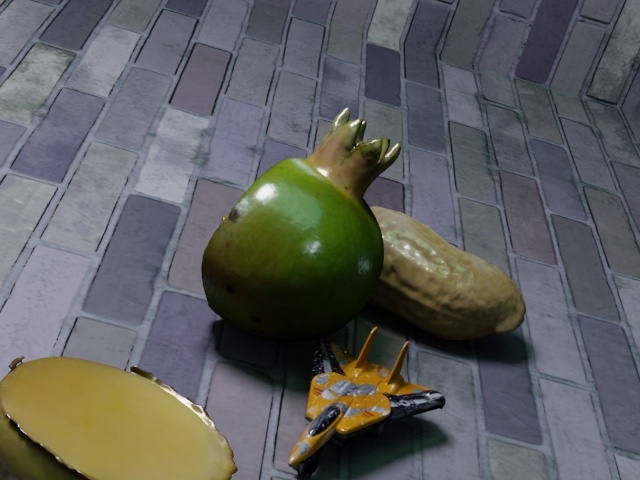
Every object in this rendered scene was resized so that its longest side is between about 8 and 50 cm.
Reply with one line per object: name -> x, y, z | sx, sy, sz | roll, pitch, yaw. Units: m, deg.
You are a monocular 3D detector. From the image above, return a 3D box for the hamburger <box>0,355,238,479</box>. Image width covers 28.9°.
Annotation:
hamburger -> -0.245, 0.250, 1.302 | 0.261, 0.186, 0.303 | 22, 19, -20

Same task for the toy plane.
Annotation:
toy plane -> 0.026, 0.232, 1.622 | 0.204, 0.103, 0.316 | 24, 34, 16

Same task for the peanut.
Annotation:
peanut -> 0.158, 0.060, 1.962 | 0.340, 0.158, 0.174 | 31, 0, 16

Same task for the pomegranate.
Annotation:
pomegranate -> 0.000, 0.000, 1.773 | 0.216, 0.358, 0.310 | 42, 10, 12
